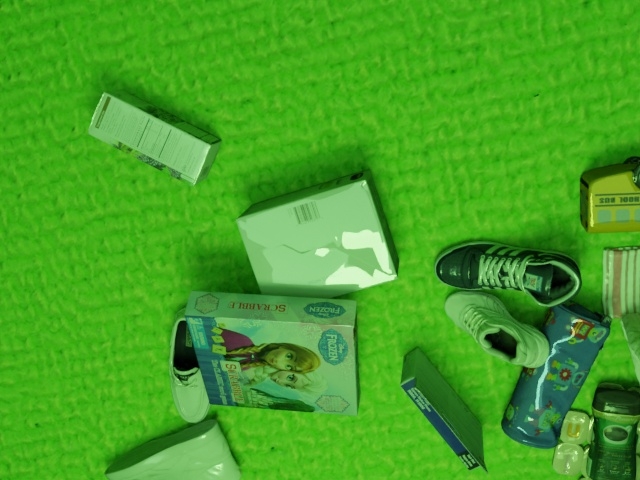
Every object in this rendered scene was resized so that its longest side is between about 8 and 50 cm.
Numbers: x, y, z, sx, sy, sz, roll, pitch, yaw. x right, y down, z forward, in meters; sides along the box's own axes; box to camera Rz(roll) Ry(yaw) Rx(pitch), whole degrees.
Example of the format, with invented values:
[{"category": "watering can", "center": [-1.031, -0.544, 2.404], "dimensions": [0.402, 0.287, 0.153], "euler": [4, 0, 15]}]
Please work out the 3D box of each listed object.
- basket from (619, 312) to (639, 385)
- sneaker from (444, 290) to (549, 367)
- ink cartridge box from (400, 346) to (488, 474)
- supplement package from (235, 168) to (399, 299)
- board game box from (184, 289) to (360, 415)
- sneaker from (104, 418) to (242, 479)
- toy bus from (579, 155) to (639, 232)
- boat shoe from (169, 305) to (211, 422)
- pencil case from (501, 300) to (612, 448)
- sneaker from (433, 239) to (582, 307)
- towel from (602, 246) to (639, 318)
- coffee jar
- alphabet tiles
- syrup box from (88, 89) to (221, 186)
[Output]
[{"category": "basket", "center": [0.723, 0.299, 1.525], "dimensions": [0.266, 0.328, 0.331], "euler": [-15, 100, 14]}, {"category": "sneaker", "center": [0.323, 0.164, 1.650], "dimensions": [0.232, 0.115, 0.090], "euler": [30, 107, 37]}, {"category": "ink cartridge box", "center": [0.239, 0.337, 1.678], "dimensions": [0.045, 0.224, 0.223], "euler": [-38, 94, 13]}, {"category": "supplement package", "center": [0.000, 0.000, 1.677], "dimensions": [0.261, 0.145, 0.204], "euler": [-16, 100, 10]}, {"category": "board game box", "center": [-0.083, 0.228, 1.691], "dimensions": [0.318, 0.066, 0.319], "euler": [2, 139, 7]}, {"category": "sneaker", "center": [-0.313, 0.510, 1.849], "dimensions": [0.292, 0.108, 0.169], "euler": [-22, 104, 19]}, {"category": "toy bus", "center": [0.659, -0.089, 1.590], "dimensions": [0.332, 0.108, 0.130], "euler": [-2, 102, 8]}, {"category": "boat shoe", "center": [-0.282, 0.270, 1.803], "dimensions": [0.095, 0.084, 0.258], "euler": [-3, 102, 8]}, {"category": "pencil case", "center": [0.464, 0.260, 1.686], "dimensions": [0.133, 0.119, 0.306], "euler": [17, 104, -12]}, {"category": "sneaker", "center": [0.359, 0.064, 1.639], "dimensions": [0.282, 0.153, 0.099], "euler": [2, 102, 7]}, {"category": "towel", "center": [0.650, 0.081, 1.669], "dimensions": [0.197, 0.029, 0.144], "euler": [-4, 101, 8]}, {"category": "coffee jar", "center": [0.580, 0.383, 1.696], "dimensions": [0.096, 0.079, 0.184], "euler": [5, 101, 14]}, {"category": "alphabet tiles", "center": [0.625, 0.429, 1.750], "dimensions": [0.284, 0.021, 0.278], "euler": [8, 101, 6]}, {"category": "syrup box", "center": [-0.327, -0.206, 1.703], "dimensions": [0.237, 0.093, 0.096], "euler": [26, 104, 1]}]
